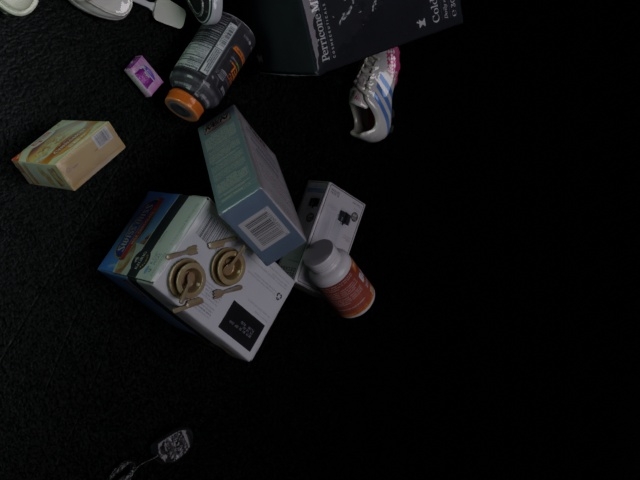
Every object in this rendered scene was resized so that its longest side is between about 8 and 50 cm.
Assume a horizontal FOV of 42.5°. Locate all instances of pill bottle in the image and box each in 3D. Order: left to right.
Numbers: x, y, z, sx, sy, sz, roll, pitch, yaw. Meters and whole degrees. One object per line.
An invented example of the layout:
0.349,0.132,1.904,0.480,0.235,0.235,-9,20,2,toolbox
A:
-0.260,-0.393,1.887,0.130,0.130,0.245,44,67,-40,pill bottle
0.046,0.098,2.153,0.121,0.121,0.216,-56,132,-23,pill bottle

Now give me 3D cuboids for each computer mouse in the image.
-0.408,0.519,1.959,0.242,0.041,0.071,-27,106,-32,computer mouse

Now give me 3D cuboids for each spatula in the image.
-0.387,-0.582,1.808,0.242,0.019,0.168,14,87,-46,spatula

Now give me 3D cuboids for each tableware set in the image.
-0.230,0.070,1.729,0.194,0.039,0.128,-18,109,-42,tableware set

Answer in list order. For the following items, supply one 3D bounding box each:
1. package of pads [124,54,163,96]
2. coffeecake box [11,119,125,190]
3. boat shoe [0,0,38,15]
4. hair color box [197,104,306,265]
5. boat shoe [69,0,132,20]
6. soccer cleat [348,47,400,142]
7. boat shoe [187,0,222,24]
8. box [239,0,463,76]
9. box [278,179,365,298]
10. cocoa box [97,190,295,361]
-0.393,-0.364,1.827,0.050,0.032,0.083,-57,131,-24,package of pads
-0.503,-0.173,1.638,0.142,0.186,0.068,-48,127,-29,coffeecake box
-0.652,-0.535,1.500,0.109,0.091,0.305,-51,128,-12,boat shoe
-0.161,-0.133,1.868,0.114,0.374,0.185,-32,128,9,hair color box
-0.484,-0.536,1.656,0.277,0.096,0.098,29,79,-42,boat shoe
0.143,-0.438,2.293,0.143,0.116,0.331,-10,104,-44,soccer cleat
-0.306,-0.618,1.799,0.105,0.113,0.306,-23,103,-38,boat shoe
0.049,-0.695,1.985,0.472,0.297,0.479,-26,114,-26,box
0.000,0.000,2.242,0.169,0.087,0.289,28,76,-44,box
-0.277,0.080,1.876,0.347,0.228,0.231,46,65,-39,cocoa box
